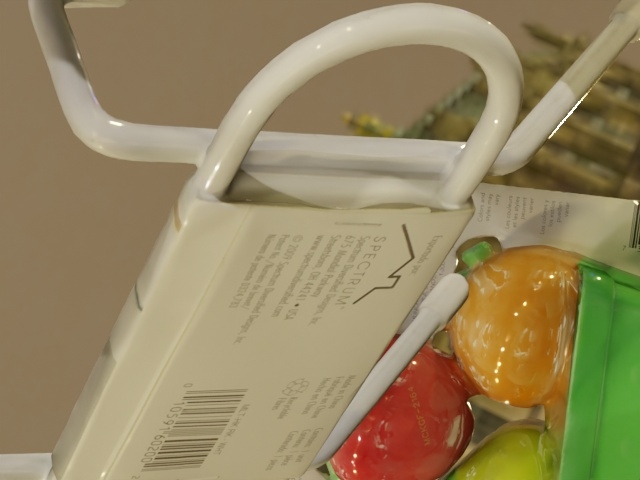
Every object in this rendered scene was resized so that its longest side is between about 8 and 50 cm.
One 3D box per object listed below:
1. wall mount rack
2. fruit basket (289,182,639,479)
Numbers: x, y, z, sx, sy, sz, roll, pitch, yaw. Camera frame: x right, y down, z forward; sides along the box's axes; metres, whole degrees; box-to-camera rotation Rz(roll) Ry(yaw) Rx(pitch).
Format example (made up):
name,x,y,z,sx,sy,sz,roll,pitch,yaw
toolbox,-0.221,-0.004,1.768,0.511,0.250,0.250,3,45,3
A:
name,x,y,z,sx,sy,sz,roll,pitch,yaw
wall mount rack,0.000,0.000,0.737,0.304,0.130,0.350,1,-41,-30
fruit basket,0.106,0.119,1.268,0.165,0.353,0.327,-24,-60,-78
